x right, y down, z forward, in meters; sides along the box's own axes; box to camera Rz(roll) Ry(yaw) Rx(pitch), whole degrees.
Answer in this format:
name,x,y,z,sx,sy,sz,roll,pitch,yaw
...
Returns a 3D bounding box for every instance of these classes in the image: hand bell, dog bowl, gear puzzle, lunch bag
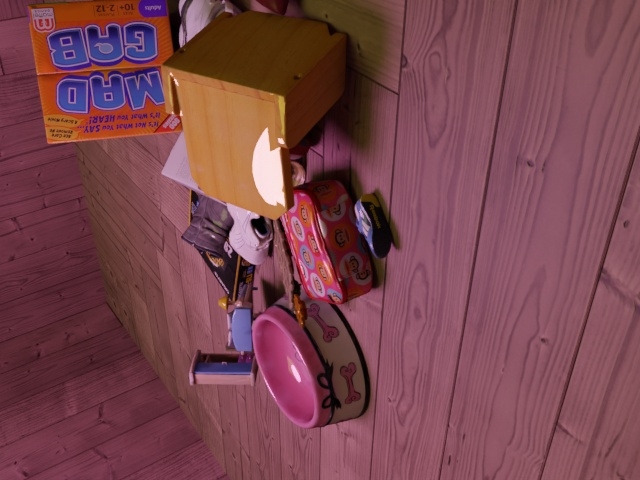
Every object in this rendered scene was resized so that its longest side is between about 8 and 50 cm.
name,x,y,z,sx,sy,sz,roll,pitch,yaw
hand bell,-0.140,-0.225,1.861,0.126,0.126,0.242,98,152,-43
dog bowl,-0.045,0.337,2.002,0.408,0.150,0.408,40,141,42
gear puzzle,-0.074,0.076,1.887,0.176,0.044,0.339,92,165,-50
lunch bag,0.000,0.000,1.739,0.258,0.120,0.293,4,113,64

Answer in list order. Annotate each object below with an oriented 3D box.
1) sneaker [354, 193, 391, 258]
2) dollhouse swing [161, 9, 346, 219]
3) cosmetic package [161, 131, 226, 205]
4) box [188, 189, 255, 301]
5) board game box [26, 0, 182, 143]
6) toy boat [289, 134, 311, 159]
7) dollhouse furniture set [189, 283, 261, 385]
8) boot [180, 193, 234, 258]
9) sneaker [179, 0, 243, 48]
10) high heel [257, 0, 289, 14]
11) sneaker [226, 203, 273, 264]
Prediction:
name,x,y,z,sx,sy,sz,roll,pitch,yaw
sneaker,0.113,-0.029,1.582,0.059,0.053,0.144,-26,77,61
dollhouse swing,-0.126,-0.279,1.589,0.346,0.315,0.305,19,145,32
cosmetic package,-0.313,-0.204,2.014,0.183,0.151,0.151,25,87,42
box,-0.323,0.002,2.336,0.322,0.079,0.257,52,146,29
board game box,-0.600,-0.473,2.057,0.356,0.356,0.357,-148,52,-74
toy boat,-0.094,-0.311,1.691,0.151,0.151,0.231,-47,65,26
dollhouse furniture set,-0.291,0.256,2.223,0.286,0.198,0.304,-86,-3,-67
boot,-0.361,-0.094,2.172,0.338,0.118,0.223,33,94,49
sneaker,-0.273,-0.466,1.861,0.210,0.137,0.366,42,139,45
high heel,-0.203,-0.592,1.656,0.377,0.127,0.182,12,108,54
sneaker,-0.188,-0.022,2.017,0.129,0.111,0.297,45,157,33
